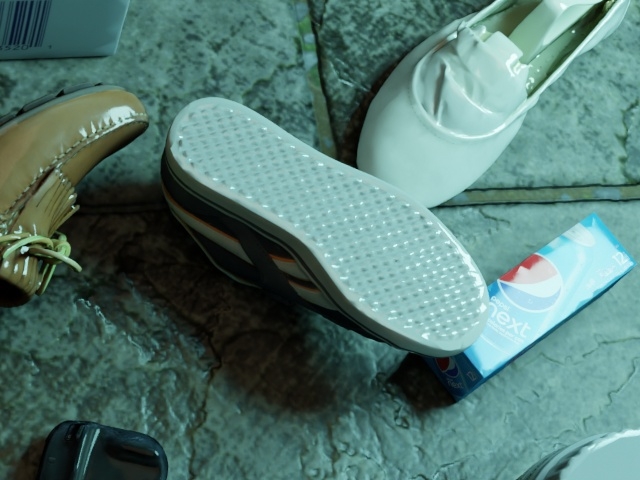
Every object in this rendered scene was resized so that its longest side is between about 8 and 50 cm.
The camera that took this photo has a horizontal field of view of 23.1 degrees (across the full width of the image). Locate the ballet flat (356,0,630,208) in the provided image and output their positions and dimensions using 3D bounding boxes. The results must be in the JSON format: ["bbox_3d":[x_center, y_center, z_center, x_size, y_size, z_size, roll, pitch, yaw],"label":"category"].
[{"bbox_3d":[0.184,-0.186,1.536,0.139,0.139,0.400,44,61,6],"label":"ballet flat"}]

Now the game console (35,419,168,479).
[{"bbox_3d":[-0.186,0.317,1.227,0.213,0.044,0.361,16,62,-11],"label":"game console"}]

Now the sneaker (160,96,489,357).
[{"bbox_3d":[0.000,0.000,1.387,0.321,0.127,0.126,36,64,3],"label":"sneaker"}]

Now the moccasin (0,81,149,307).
[{"bbox_3d":[-0.278,0.010,1.291,0.147,0.139,0.380,44,60,3],"label":"moccasin"}]

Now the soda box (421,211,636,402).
[{"bbox_3d":[0.191,0.060,1.452,0.210,0.071,0.067,-33,79,-28],"label":"soda box"}]

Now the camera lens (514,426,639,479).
[{"bbox_3d":[0.212,0.283,1.233,0.219,0.274,0.219,7,64,-14],"label":"camera lens"}]

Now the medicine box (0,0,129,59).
[{"bbox_3d":[-0.327,-0.319,1.429,0.264,0.149,0.289,-5,68,-20],"label":"medicine box"}]
